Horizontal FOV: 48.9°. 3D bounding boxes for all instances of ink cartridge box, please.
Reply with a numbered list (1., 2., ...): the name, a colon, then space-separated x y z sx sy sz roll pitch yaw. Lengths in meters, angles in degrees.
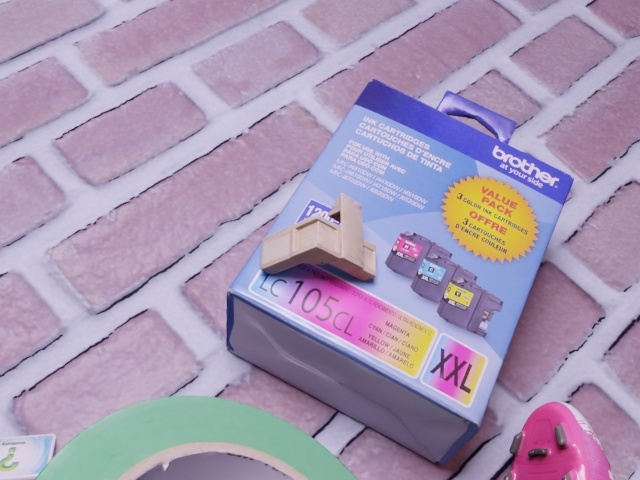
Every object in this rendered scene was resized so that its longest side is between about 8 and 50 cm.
1. ink cartridge box: 0.104 -0.001 0.794 0.270 0.151 0.395 27 57 6

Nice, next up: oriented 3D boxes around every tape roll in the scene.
1. tape roll: -0.067 0.262 0.476 0.321 0.077 0.321 27 33 -20

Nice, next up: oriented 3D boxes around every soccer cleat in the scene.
1. soccer cleat: 0.263 0.323 0.659 0.143 0.116 0.331 14 58 -21

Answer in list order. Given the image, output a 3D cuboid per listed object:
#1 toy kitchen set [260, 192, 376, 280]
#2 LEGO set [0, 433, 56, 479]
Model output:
1. toy kitchen set: 0.000 0.000 0.668 0.083 0.075 0.068 27 53 -40
2. LEGO set: -0.199 0.227 0.606 0.244 0.060 0.182 -1 34 -7
